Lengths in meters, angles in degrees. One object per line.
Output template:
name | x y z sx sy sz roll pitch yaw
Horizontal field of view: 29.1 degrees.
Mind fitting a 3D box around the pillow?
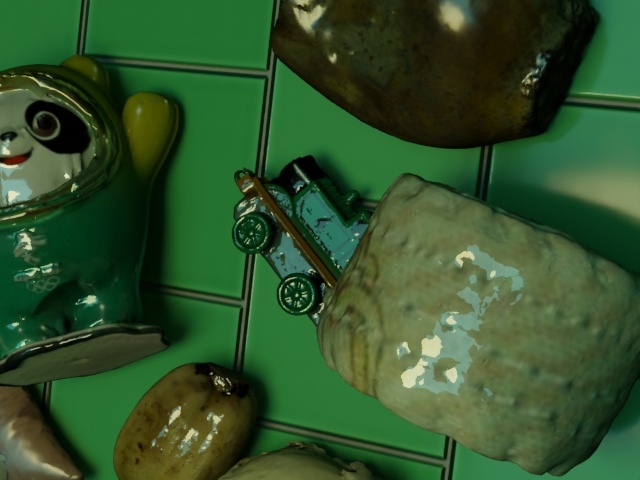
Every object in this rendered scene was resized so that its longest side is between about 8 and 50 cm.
pillow | -0.403 0.244 1.450 0.223 0.084 0.236 -38 79 20

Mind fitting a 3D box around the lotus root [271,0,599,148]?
lotus root | 0.113 -0.203 1.169 0.260 0.149 0.267 42 110 19

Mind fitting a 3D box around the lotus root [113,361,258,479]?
lotus root | -0.152 0.221 1.312 0.125 0.118 0.221 38 106 10

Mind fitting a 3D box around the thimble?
thimble | 0.143 0.065 1.085 0.292 0.291 0.195 28 95 22

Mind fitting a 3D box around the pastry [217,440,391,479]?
pastry | -0.023 0.331 1.245 0.265 0.133 0.264 2 94 24

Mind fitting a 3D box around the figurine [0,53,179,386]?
figurine | -0.294 -0.029 1.332 0.324 0.231 0.339 -13 76 0

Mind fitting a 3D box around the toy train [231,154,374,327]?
toy train | 0.000 0.000 1.257 0.136 0.091 0.227 -39 74 10
